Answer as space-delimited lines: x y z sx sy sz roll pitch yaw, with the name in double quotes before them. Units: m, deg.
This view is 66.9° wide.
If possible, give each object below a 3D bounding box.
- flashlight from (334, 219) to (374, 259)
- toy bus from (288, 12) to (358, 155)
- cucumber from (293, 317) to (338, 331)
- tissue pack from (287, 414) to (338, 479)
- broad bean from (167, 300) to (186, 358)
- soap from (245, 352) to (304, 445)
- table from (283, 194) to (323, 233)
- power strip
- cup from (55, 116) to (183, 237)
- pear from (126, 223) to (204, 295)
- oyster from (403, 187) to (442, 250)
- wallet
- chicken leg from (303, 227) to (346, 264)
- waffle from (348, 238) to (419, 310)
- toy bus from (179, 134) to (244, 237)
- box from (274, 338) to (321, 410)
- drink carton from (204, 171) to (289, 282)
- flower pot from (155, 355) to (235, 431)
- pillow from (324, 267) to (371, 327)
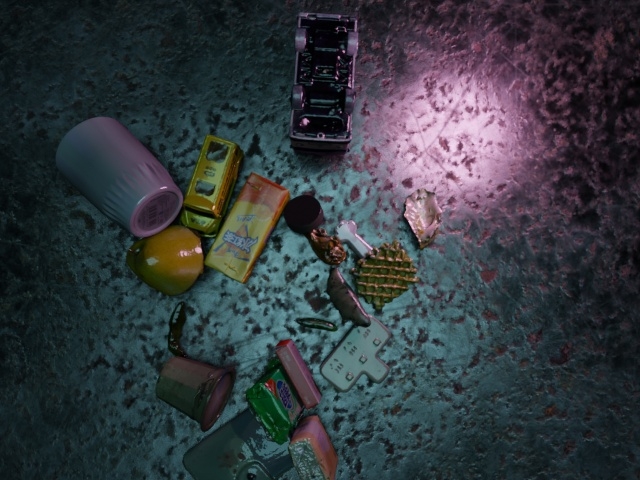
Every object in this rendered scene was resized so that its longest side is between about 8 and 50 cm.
"flashlight" 0.131 0.013 1.685 0.200 0.047 0.093 45 86 0
"toy bus" 0.008 -0.503 1.631 0.209 0.249 0.440 3 79 -1
"cucumber" -0.015 0.286 1.660 0.155 0.037 0.037 11 84 -2
"tissue pack" -0.018 0.674 1.531 0.090 0.222 0.186 -27 85 7
"broad bean" -0.489 0.304 1.644 0.061 0.046 0.195 -3 89 -13
"soap" -0.138 0.492 1.527 0.098 0.273 0.218 -35 85 7
"table" -0.058 -0.091 1.663 0.133 0.043 0.133 -7 59 11
"power strip" 0.143 0.400 1.641 0.193 0.059 0.265 39 84 3
"cup" -0.635 -0.198 1.551 0.371 0.253 0.253 41 85 17
"pear" -0.524 0.067 1.561 0.267 0.178 0.267 1 91 23
"oyster" 0.366 -0.080 1.692 0.133 0.072 0.209 -23 66 3
"wallet" -0.248 0.714 1.595 0.360 0.083 0.252 -35 81 -3
"chicken leg" -0.001 0.002 1.660 0.207 0.101 0.085 43 73 12
"waffle" 0.212 0.114 1.648 0.223 0.054 0.204 -36 113 -1
"toy bus" -0.373 -0.179 1.640 0.144 0.152 0.330 17 84 -1
"box" -0.073 0.436 1.602 0.050 0.123 0.229 -29 86 1
"drink carton" -0.248 -0.041 1.652 0.154 0.111 0.351 27 86 2
"flower pot" -0.412 0.482 1.562 0.203 0.212 0.212 15 84 10
"pillow" 0.080 0.205 1.645 0.093 0.051 0.241 -38 68 12
